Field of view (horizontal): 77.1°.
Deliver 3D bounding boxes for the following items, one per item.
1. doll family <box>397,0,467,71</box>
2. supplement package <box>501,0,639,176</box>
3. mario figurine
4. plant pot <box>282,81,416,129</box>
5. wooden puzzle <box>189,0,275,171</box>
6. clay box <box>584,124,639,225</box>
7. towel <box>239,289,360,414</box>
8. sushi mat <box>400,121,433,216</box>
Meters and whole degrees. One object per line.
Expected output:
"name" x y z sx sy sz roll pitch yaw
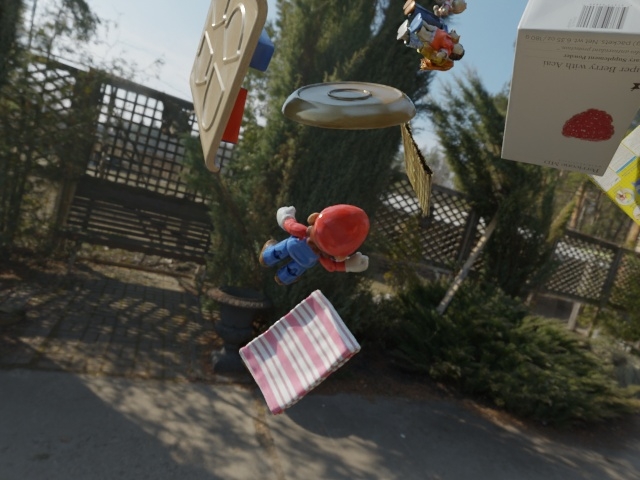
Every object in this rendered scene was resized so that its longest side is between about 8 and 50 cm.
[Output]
"doll family" 0.271 -0.501 0.963 0.163 0.262 0.118 23 -27 -22
"supplement package" 0.412 -0.265 0.636 0.178 0.175 0.293 18 -18 27
"mario figurine" 0.000 0.000 0.988 0.198 0.170 0.321 23 -35 -34
"plant pot" 0.050 -0.246 0.707 0.237 0.032 0.236 0 32 0
"wooden puzzle" -0.177 -0.358 0.784 0.081 0.347 0.322 3 46 -29
"clay box" 0.631 -0.093 0.744 0.053 0.127 0.222 -8 55 -36
"towel" -0.041 0.200 0.738 0.144 0.197 0.029 51 -1 30
"sushi mat" 0.225 -0.159 0.934 0.019 0.151 0.316 -20 -15 9
